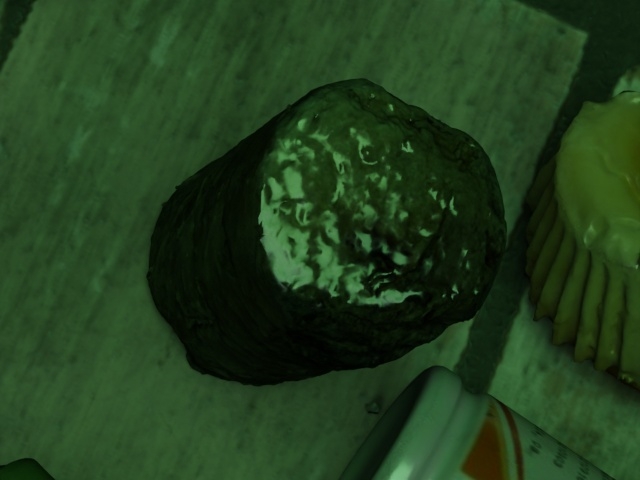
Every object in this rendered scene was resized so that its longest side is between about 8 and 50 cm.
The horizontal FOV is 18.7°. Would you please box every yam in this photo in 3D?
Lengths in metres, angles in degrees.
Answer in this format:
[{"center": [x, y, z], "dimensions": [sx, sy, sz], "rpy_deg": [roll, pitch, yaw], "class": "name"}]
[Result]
[{"center": [0.000, 0.000, 1.391], "dimensions": [0.195, 0.300, 0.195], "rpy_deg": [3, 81, -20], "class": "yam"}]

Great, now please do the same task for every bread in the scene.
[{"center": [0.348, 0.024, 1.518], "dimensions": [0.388, 0.183, 0.236], "rpy_deg": [15, 60, 0], "class": "bread"}]

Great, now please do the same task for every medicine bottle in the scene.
[{"center": [0.157, 0.255, 1.407], "dimensions": [0.316, 0.202, 0.202], "rpy_deg": [35, 75, -2], "class": "medicine bottle"}]

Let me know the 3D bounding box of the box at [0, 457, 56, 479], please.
[{"center": [-0.258, 0.307, 1.293], "dimensions": [0.328, 0.253, 0.178], "rpy_deg": [-39, 79, -24], "class": "box"}]
